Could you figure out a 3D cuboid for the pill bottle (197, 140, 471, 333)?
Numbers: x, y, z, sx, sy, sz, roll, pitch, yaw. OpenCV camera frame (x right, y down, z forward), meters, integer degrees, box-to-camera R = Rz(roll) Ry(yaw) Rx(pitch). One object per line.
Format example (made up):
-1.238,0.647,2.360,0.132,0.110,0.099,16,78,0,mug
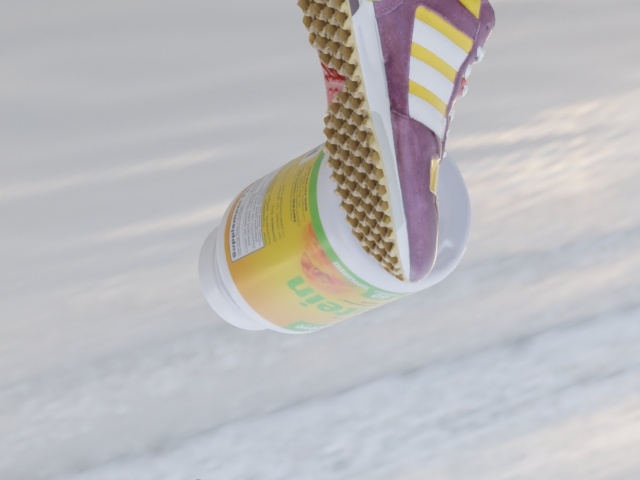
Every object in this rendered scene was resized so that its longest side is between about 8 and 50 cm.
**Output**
0.000,0.000,1.426,0.136,0.136,0.246,-13,173,-34,pill bottle

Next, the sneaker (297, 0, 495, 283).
0.045,-0.072,0.784,0.084,0.185,0.069,-19,-156,-19,sneaker

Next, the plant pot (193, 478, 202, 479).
-0.094,0.184,1.055,0.079,0.083,0.083,-29,172,-18,plant pot
